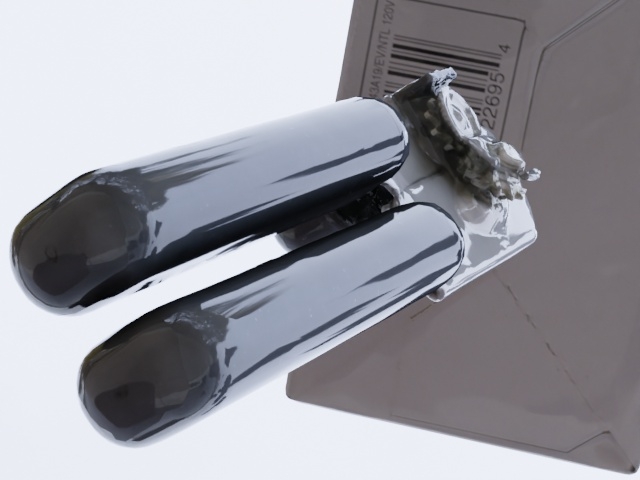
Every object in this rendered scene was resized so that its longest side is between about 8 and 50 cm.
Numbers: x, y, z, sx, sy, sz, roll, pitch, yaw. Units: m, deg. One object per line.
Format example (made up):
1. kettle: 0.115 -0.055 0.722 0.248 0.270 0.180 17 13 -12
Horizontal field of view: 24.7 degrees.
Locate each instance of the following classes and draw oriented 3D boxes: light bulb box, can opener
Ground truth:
1. light bulb box: 0.142 -0.086 0.996 0.225 0.361 0.357 12 -75 7
2. can opener: 0.000 0.000 0.467 0.093 0.280 0.074 -31 -93 26
